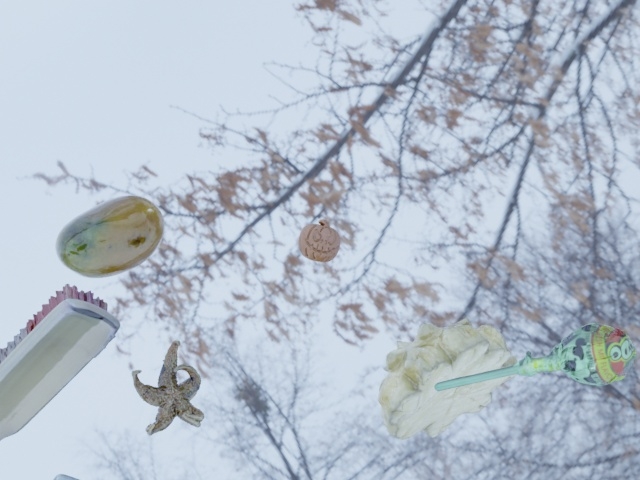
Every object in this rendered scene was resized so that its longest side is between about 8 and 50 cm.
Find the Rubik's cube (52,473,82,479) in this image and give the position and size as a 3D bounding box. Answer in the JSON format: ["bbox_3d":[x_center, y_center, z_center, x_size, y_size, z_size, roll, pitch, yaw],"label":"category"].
[{"bbox_3d":[-0.163,0.411,0.784,0.253,0.259,0.256,73,-148,-53],"label":"Rubik's cube"}]

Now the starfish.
[{"bbox_3d":[-0.309,0.298,1.666,0.146,0.190,0.074,2,-25,-23],"label":"starfish"}]

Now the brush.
[{"bbox_3d":[-0.301,0.152,0.749,0.321,0.050,0.060,-44,-49,19],"label":"brush"}]

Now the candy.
[{"bbox_3d":[0.296,0.182,1.179,0.305,0.083,0.091,-21,-12,37],"label":"candy"}]

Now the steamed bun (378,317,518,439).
[{"bbox_3d":[0.222,0.246,1.536,0.295,0.137,0.292,-21,-39,-19],"label":"steamed bun"}]

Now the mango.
[{"bbox_3d":[-0.367,-0.002,1.432,0.221,0.120,0.151,-29,-17,-49],"label":"mango"}]

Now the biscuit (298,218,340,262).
[{"bbox_3d":[0.000,0.000,1.504,0.091,0.015,0.078,9,-84,-37],"label":"biscuit"}]
